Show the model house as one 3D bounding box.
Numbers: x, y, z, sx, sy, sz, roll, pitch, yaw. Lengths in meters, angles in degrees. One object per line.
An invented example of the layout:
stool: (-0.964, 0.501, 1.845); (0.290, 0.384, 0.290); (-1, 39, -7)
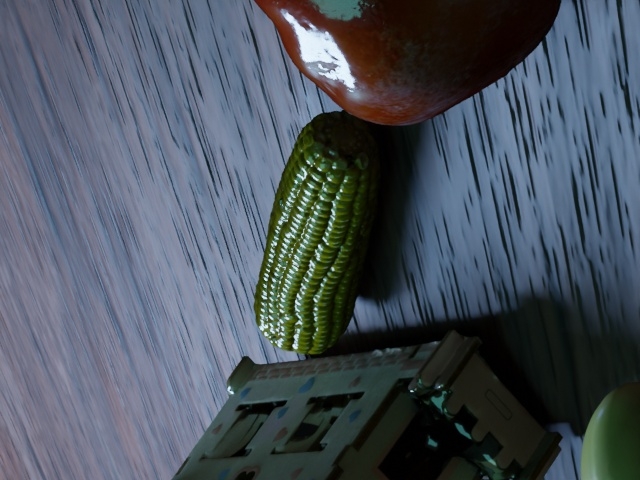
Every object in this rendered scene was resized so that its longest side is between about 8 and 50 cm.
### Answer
model house: (-0.001, 0.212, 1.244); (0.169, 0.244, 0.326); (51, 149, -18)

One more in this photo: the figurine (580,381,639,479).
figurine: (0.289, 0.196, 0.968); (0.324, 0.124, 0.222); (45, 133, 17)

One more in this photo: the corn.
corn: (0.000, 0.000, 1.200); (0.080, 0.080, 0.231); (40, 145, 18)

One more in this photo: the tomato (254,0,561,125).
tomato: (0.049, -0.145, 0.909); (0.151, 0.187, 0.187); (-2, 123, 27)
